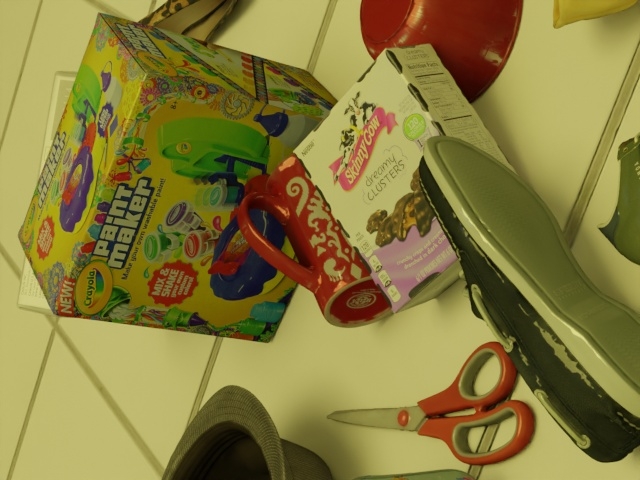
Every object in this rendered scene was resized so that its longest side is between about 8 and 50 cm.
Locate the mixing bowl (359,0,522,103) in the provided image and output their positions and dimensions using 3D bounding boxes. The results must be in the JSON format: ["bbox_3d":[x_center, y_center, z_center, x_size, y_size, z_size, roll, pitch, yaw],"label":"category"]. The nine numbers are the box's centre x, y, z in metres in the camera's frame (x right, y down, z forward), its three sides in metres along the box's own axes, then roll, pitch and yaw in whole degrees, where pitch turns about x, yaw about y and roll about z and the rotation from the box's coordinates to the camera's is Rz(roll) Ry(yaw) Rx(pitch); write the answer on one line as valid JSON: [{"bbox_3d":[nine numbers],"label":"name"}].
[{"bbox_3d":[0.103,-0.227,1.205,0.181,0.098,0.181,-22,63,51],"label":"mixing bowl"}]

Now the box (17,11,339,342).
[{"bbox_3d":[-0.151,-0.063,1.371,0.177,0.279,0.290,50,123,49],"label":"box"}]

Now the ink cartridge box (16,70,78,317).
[{"bbox_3d":[-0.273,-0.046,1.574,0.066,0.261,0.296,8,87,21],"label":"ink cartridge box"}]

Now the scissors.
[{"bbox_3d":[0.094,0.181,1.172,0.297,0.021,0.109,-30,59,47],"label":"scissors"}]

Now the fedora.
[{"bbox_3d":[-0.071,0.300,1.289,0.244,0.124,0.275,41,109,52],"label":"fedora"}]

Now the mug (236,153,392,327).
[{"bbox_3d":[0.004,0.004,1.260,0.113,0.150,0.169,70,178,-57],"label":"mug"}]

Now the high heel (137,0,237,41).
[{"bbox_3d":[-0.195,-0.263,1.655,0.261,0.093,0.186,-66,29,4],"label":"high heel"}]

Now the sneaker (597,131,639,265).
[{"bbox_3d":[0.269,-0.073,0.943,0.086,0.064,0.192,30,109,50],"label":"sneaker"}]

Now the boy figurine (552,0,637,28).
[{"bbox_3d":[0.183,-0.295,1.075,0.177,0.092,0.285,79,164,-65],"label":"boy figurine"}]

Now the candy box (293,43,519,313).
[{"bbox_3d":[0.086,-0.059,1.147,0.165,0.070,0.196,-46,69,40],"label":"candy box"}]

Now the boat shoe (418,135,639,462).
[{"bbox_3d":[0.163,0.043,0.980,0.302,0.114,0.091,57,132,29],"label":"boat shoe"}]

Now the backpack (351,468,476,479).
[{"bbox_3d":[0.078,0.293,1.035,0.144,0.166,0.188,-56,42,44],"label":"backpack"}]
